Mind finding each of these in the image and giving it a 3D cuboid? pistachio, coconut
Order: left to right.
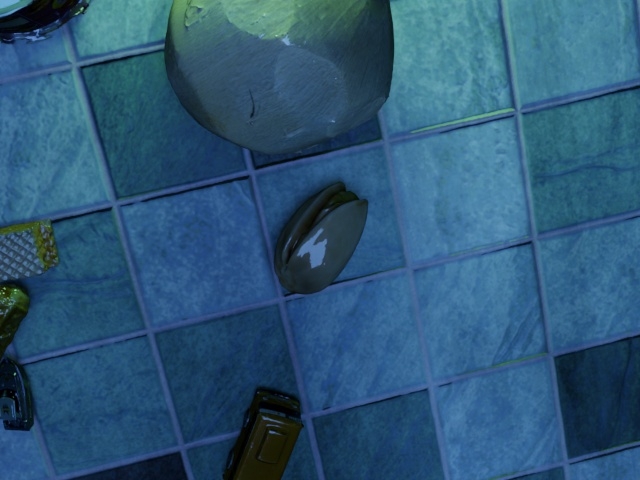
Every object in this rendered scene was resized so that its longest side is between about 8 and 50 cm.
[{"bbox_3d":[-0.041,-0.314,1.456,0.360,0.346,0.346,-15,112,33],"label":"coconut"},{"bbox_3d":[0.000,0.000,1.664,0.144,0.144,0.215,38,92,-16],"label":"pistachio"}]

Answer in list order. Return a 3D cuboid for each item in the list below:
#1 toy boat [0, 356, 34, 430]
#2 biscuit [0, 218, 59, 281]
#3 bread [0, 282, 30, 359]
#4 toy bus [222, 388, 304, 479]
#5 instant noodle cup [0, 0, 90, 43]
[{"bbox_3d":[-0.560,0.279,1.700,0.055,0.060,0.141,0,102,17],"label":"toy boat"},{"bbox_3d":[-0.652,0.042,1.616,0.379,0.054,0.094,-9,108,-6],"label":"biscuit"},{"bbox_3d":[-0.629,0.232,1.663,0.077,0.084,0.367,39,103,28],"label":"bread"},{"bbox_3d":[-0.110,0.395,1.768,0.098,0.114,0.201,18,103,-14],"label":"toy bus"},{"bbox_3d":[-0.488,-0.454,1.386,0.340,0.266,0.339,-3,107,-9],"label":"instant noodle cup"}]
